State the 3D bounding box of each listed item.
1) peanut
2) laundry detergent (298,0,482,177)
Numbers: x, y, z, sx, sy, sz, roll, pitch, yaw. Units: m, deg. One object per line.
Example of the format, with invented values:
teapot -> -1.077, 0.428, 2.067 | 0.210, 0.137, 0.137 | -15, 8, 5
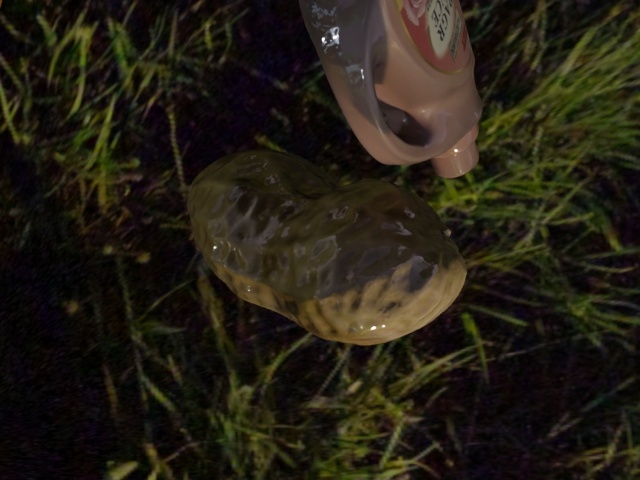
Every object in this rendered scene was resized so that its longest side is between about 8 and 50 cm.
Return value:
peanut -> 0.000, 0.000, 0.801 | 0.197, 0.233, 0.110 | -27, 131, -54
laundry detergent -> 0.058, -0.121, 0.718 | 0.237, 0.076, 0.171 | 66, 34, -37
